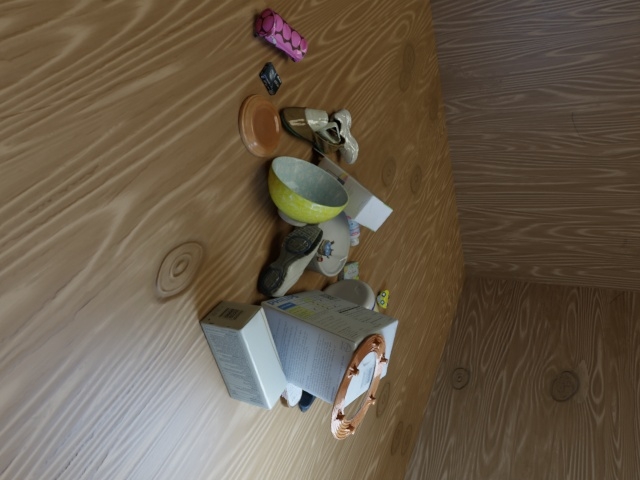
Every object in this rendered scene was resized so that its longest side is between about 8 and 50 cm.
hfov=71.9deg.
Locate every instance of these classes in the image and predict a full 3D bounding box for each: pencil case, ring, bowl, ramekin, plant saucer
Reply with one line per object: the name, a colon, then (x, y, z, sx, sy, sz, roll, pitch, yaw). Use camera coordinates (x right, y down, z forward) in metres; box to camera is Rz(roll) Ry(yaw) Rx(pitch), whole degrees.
pencil case: (-0.123, -0.666, 1.456, 0.209, 0.095, 0.098, 6, 53, -58)
ring: (0.131, 0.450, 1.356, 0.336, 0.032, 0.337, -37, 135, -48)
bowl: (-0.065, -0.142, 1.501, 0.289, 0.289, 0.156, -25, 151, -56)
ramekin: (0.000, 0.000, 1.697, 0.273, 0.127, 0.273, -8, 100, -59)
plant saucer: (-0.186, -0.372, 1.431, 0.200, 0.037, 0.200, -11, 103, -59)

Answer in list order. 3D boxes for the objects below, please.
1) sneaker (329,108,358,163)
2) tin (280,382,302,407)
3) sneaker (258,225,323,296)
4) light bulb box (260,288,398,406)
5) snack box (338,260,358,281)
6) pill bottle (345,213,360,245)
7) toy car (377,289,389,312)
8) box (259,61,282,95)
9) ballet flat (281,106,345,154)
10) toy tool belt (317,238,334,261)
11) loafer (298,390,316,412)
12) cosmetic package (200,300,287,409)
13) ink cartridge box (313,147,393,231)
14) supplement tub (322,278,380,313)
sneaker: (0.084, -0.426, 1.853, 0.115, 0.090, 0.232, -35, 114, -45)
tin: (-0.114, 0.537, 1.652, 0.106, 0.040, 0.190, -40, 127, -56)
sneaker: (-0.095, 0.073, 1.529, 0.297, 0.111, 0.129, -49, 156, -5)
light bulb box: (0.020, 0.343, 1.512, 0.358, 0.361, 0.225, -3, 107, -59)
snack box: (0.129, 0.155, 2.020, 0.141, 0.037, 0.100, -15, 104, -58)
pill bottle: (0.127, -0.060, 1.946, 0.087, 0.087, 0.160, -40, 126, -51)
toy car: (0.320, 0.409, 2.357, 0.239, 0.053, 0.225, -54, 137, -41)
box: (-0.165, -0.537, 1.467, 0.083, 0.018, 0.067, 57, 46, -45)
ballet flat: (-0.005, -0.417, 1.640, 0.342, 0.124, 0.116, 25, 54, -57)
toy tool belt: (0.020, 0.037, 1.559, 0.052, 0.051, 0.083, 35, 65, -55)
loafer: (-0.039, 0.612, 1.775, 0.170, 0.062, 0.061, -47, 154, -43)
cosmetic package: (-0.223, 0.343, 1.324, 0.113, 0.160, 0.309, -48, 133, -47)
ink cartridge box: (0.093, -0.200, 1.732, 0.119, 0.353, 0.207, -51, 149, 10)
supplement tub: (0.141, 0.354, 1.861, 0.241, 0.241, 0.331, -56, 138, -40)
